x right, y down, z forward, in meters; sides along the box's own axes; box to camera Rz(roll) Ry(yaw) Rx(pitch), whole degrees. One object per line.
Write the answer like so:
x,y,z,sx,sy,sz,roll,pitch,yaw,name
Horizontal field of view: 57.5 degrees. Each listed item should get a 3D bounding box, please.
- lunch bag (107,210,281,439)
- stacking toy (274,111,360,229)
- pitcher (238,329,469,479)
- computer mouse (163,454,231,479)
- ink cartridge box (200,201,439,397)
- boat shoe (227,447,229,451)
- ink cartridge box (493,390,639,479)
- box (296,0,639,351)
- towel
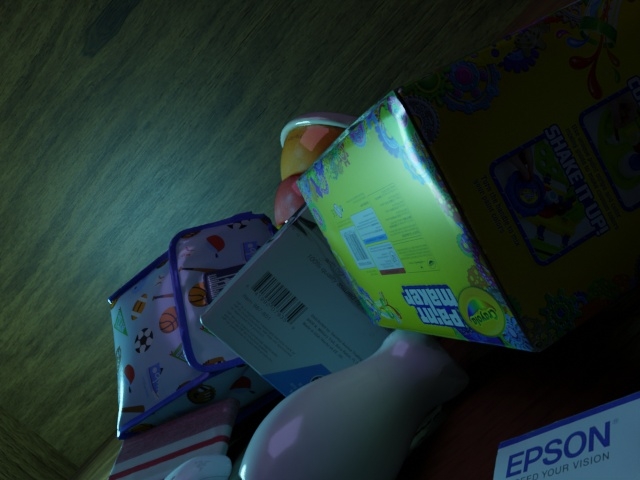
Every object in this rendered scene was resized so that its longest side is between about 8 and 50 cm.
-0.210,0.163,1.111,0.385,0.239,0.328,-34,51,19,lunch bag
0.000,0.000,1.259,0.480,0.350,0.350,-67,13,-17,stacking toy
0.025,0.186,0.568,0.207,0.125,0.178,-38,-11,-21,pitcher
-0.211,0.351,0.803,0.193,0.042,0.106,-34,25,-2,computer mouse
0.039,0.052,0.742,0.307,0.223,0.129,-45,6,17,ink cartridge box
-0.233,0.416,1.021,0.064,0.060,0.178,-40,10,46,boat shoe
0.152,0.153,0.150,0.303,0.072,0.307,-42,6,42,ink cartridge box
0.164,-0.063,0.496,0.279,0.177,0.290,-29,2,-14,box
-0.242,0.393,0.855,0.237,0.037,0.329,-26,26,17,towel
